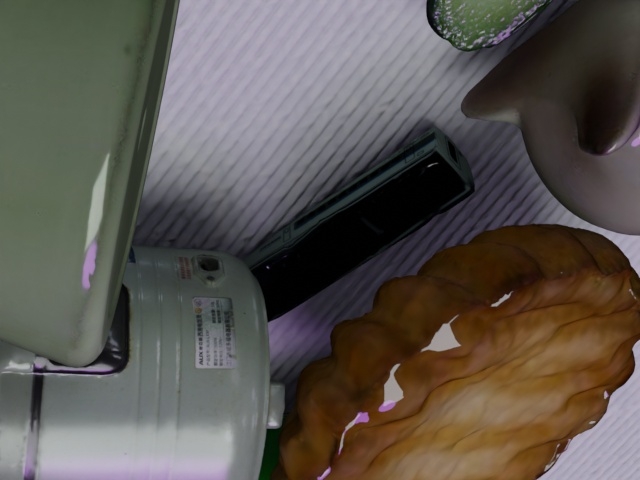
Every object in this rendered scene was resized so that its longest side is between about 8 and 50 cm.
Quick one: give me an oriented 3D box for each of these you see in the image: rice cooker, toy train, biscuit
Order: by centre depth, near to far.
[{"bbox_3d":[-0.157,0.107,1.269,0.244,0.226,0.226,7,131,-12],"label":"rice cooker"},{"bbox_3d":[0.098,0.109,1.319,0.326,0.107,0.325,-26,145,-20],"label":"biscuit"},{"bbox_3d":[0.000,0.001,1.368,0.252,0.048,0.055,-33,126,19],"label":"toy train"}]

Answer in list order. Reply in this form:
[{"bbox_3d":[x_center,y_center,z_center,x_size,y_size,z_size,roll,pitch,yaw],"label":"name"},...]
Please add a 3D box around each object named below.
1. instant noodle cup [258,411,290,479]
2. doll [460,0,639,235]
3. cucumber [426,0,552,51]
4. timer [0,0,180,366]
[{"bbox_3d":[0.001,0.220,1.497,0.233,0.207,0.207,-13,137,-21],"label":"instant noodle cup"},{"bbox_3d":[0.311,-0.075,1.293,0.370,0.215,0.226,28,95,-33],"label":"doll"},{"bbox_3d":[0.137,-0.234,1.174,0.115,0.063,0.244,15,126,-24],"label":"cucumber"},{"bbox_3d":[-0.253,-0.098,1.046,0.315,0.290,0.290,13,130,-4],"label":"timer"}]
